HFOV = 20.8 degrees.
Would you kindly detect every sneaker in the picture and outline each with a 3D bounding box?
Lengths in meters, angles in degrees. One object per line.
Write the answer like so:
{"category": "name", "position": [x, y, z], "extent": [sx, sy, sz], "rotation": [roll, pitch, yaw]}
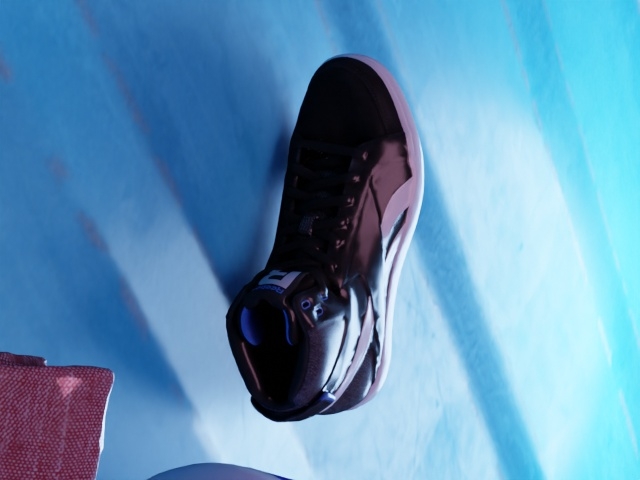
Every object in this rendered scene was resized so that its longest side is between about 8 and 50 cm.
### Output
{"category": "sneaker", "position": [0.000, 0.000, 1.009], "extent": [0.121, 0.079, 0.217], "rotation": [-9, 102, -63]}

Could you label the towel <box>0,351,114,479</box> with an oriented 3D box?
{"category": "towel", "position": [-0.198, 0.136, 0.446], "extent": [0.329, 0.037, 0.237], "rotation": [10, 89, -50]}

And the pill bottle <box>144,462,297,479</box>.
{"category": "pill bottle", "position": [-0.033, 0.194, 0.890], "extent": [0.272, 0.152, 0.152], "rotation": [28, 68, -61]}
